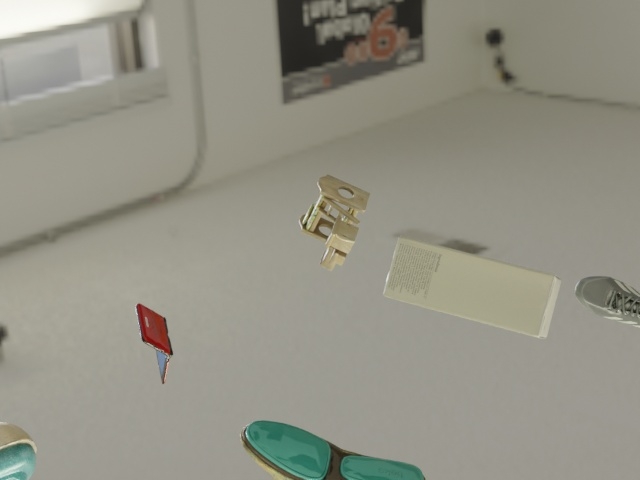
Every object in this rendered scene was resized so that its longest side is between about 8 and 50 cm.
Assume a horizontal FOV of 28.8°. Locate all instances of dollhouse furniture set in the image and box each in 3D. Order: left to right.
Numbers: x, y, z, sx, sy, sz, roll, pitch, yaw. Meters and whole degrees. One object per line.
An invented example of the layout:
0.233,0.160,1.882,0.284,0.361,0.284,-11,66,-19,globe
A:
0.000,0.000,2.337,0.101,0.182,0.161,24,-141,-3,dollhouse furniture set

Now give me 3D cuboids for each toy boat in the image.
-0.579,0.382,1.980,0.267,0.318,0.148,-27,-110,-15,toy boat

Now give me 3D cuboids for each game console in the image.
-0.384,0.232,2.814,0.124,0.085,0.144,34,-162,-31,game console

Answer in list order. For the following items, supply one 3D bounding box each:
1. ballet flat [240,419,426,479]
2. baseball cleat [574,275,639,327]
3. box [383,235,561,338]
0.016,0.425,2.241,0.349,0.123,0.123,15,-159,1,ballet flat
0.526,0.108,2.055,0.206,0.072,0.109,20,170,-7,baseball cleat
0.255,0.078,2.091,0.275,0.113,0.094,16,179,18,box
